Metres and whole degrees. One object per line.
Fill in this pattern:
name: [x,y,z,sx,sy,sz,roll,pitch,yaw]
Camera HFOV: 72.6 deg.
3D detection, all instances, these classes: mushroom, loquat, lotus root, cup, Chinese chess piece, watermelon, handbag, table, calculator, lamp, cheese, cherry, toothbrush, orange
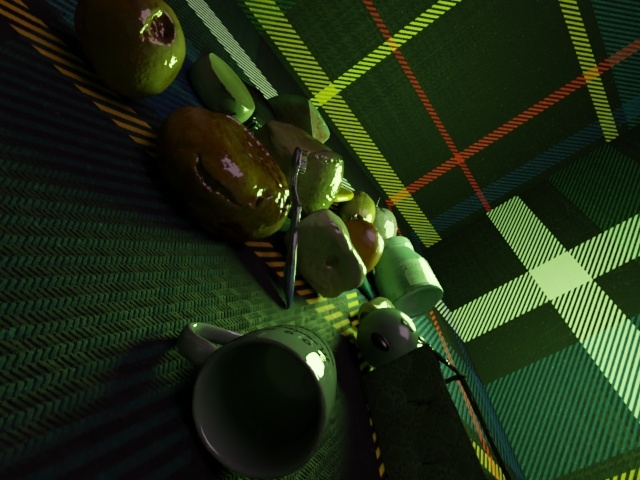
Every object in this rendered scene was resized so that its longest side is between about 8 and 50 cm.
mushroom: [0.200,0.249,1.507,0.096,0.108,0.247,20,-2,26]
loquat: [-0.376,-0.396,0.876,0.213,0.213,0.213,50,18,-23]
lotus root: [0.156,-0.125,1.912,0.343,0.169,0.152,-72,173,-69]
cup: [-0.094,0.202,0.686,0.258,0.186,0.234,31,5,8]
Chinese chess piece: [-0.309,-0.472,1.372,0.238,0.092,0.238,51,17,-23]
watermelon: [-0.104,-0.438,1.725,0.262,0.212,0.201,53,41,-44]
handbag: [-0.249,-0.493,1.595,0.247,0.080,0.223,61,17,13]
table: [0.298,0.497,1.119,0.272,0.222,0.335,41,24,-39]
calculator: [0.044,-0.200,1.816,0.146,0.032,0.235,31,25,32]
lamp: [0.221,0.303,1.281,0.244,0.198,0.198,32,25,-17]
cheese: [-0.002,0.000,1.245,0.248,0.173,0.251,54,16,-43]
cherry: [0.278,-0.061,2.115,0.213,0.183,0.266,31,54,-78]
toothbrush: [-0.065,-0.039,1.083,0.042,0.035,0.414,11,75,-26]
orange: [0.117,0.024,1.495,0.206,0.206,0.206,50,18,-23]

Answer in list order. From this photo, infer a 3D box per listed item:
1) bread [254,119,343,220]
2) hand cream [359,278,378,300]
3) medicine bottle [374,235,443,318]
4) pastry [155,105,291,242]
bread: [-0.080,-0.205,1.305,0.320,0.237,0.320,33,10,-7]
hand cream: [0.181,0.184,1.671,0.224,0.048,0.083,53,17,-37]
medicine bottle: [0.338,0.150,1.820,0.245,0.245,0.290,39,23,-47]
pastry: [-0.205,-0.154,0.978,0.356,0.163,0.356,47,22,-25]
